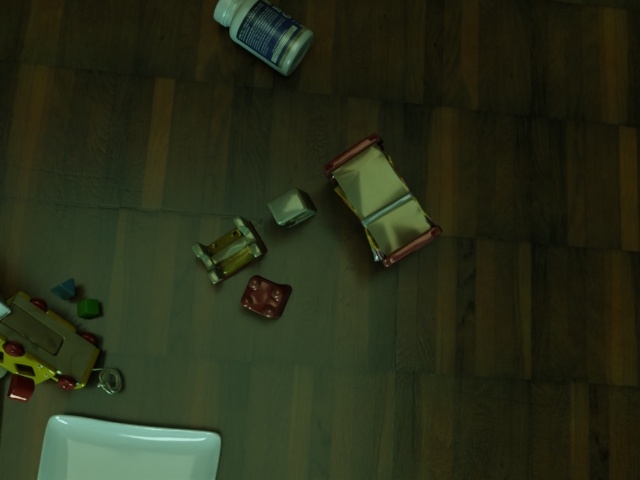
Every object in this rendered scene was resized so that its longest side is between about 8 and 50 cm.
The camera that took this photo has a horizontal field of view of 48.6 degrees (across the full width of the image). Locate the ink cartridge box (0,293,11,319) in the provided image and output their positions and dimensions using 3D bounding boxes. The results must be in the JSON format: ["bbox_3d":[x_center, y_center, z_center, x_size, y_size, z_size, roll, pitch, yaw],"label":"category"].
[{"bbox_3d":[-0.632,0.042,1.030,0.197,0.198,0.270,-40,56,-12],"label":"ink cartridge box"}]

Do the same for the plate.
[{"bbox_3d":[-0.313,0.430,1.126,0.277,0.045,0.278,8,78,-6],"label":"plate"}]

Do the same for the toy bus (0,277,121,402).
[{"bbox_3d":[-0.444,0.176,1.128,0.104,0.191,0.202,-25,79,33],"label":"toy bus"}]

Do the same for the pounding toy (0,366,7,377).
[{"bbox_3d":[-0.621,0.241,1.092,0.236,0.110,0.183,5,79,-6],"label":"pounding toy"}]

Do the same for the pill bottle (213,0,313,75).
[{"bbox_3d":[-0.105,-0.383,1.285,0.169,0.094,0.094,35,77,0],"label":"pill bottle"}]

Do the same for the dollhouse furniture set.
[{"bbox_3d":[0.000,0.000,1.219,0.374,0.152,0.201,-32,85,6],"label":"dollhouse furniture set"}]
